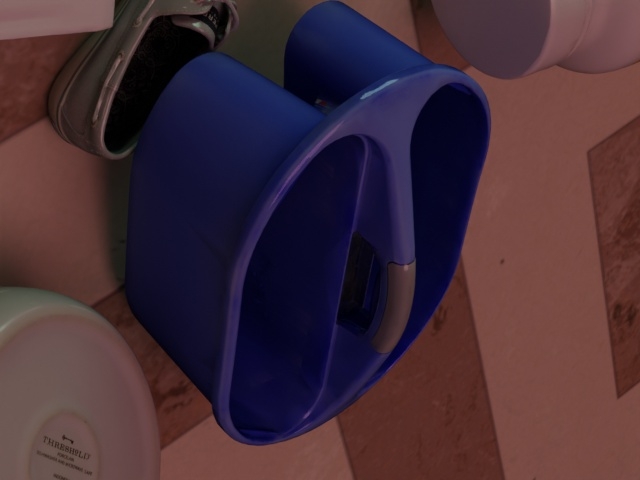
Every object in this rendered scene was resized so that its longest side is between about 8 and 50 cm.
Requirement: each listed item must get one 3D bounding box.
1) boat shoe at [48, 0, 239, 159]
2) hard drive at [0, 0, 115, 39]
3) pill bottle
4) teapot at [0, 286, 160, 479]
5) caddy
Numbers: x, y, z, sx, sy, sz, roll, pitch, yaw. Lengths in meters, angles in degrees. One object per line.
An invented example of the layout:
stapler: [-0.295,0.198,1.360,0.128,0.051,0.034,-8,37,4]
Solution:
boat shoe: [-0.095,-0.150,1.081,0.227,0.081,0.079,-55,136,-1]
hard drive: [-0.207,-0.270,0.943,0.203,0.040,0.307,-12,121,-37]
pill bottle: [0.256,-0.244,1.259,0.334,0.188,0.188,-23,127,-29]
teapot: [-0.240,0.151,1.064,0.252,0.187,0.256,-46,124,-50]
caddy: [0.000,0.000,1.129,0.241,0.179,0.341,-30,146,-33]
